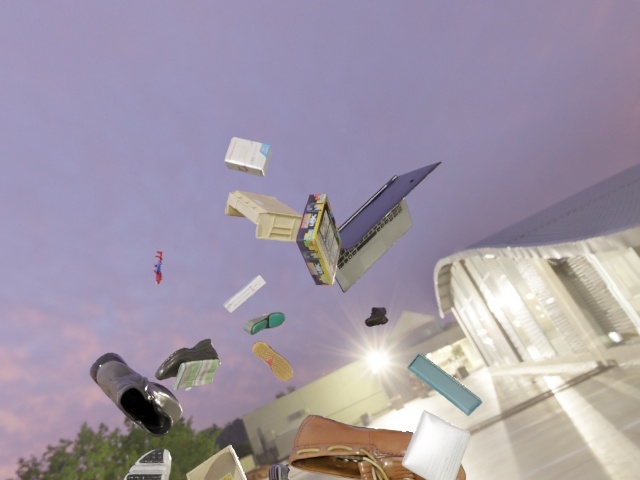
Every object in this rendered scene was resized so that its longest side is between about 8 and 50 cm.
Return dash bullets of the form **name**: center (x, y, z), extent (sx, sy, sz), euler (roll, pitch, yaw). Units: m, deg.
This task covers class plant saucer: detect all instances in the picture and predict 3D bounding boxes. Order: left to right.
- **plant saucer**: center (0.319, 0.368, 1.127), extent (0.018, 0.192, 0.067), euler (-34, -24, -53)

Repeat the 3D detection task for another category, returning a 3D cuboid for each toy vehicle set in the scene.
- **toy vehicle set**: center (-0.313, 0.802, 1.385), extent (0.165, 0.267, 0.035), euler (-28, -58, -18)

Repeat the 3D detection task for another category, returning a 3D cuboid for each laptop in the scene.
- **laptop**: center (0.213, -0.021, 1.414), extent (0.382, 0.236, 0.408), euler (-42, -44, -15)

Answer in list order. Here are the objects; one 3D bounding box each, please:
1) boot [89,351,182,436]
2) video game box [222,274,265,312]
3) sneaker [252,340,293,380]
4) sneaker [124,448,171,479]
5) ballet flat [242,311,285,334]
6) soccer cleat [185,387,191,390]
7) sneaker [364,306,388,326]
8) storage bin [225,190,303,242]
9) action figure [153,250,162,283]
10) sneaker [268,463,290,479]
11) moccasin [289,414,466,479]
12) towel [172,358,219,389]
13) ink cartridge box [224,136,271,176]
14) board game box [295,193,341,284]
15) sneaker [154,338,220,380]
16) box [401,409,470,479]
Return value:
- **boot**: center (-0.449, 0.447, 1.143), extent (0.118, 0.222, 0.338), euler (-51, -46, -20)
- **video game box**: center (-0.324, 0.226, 1.836), extent (0.187, 0.048, 0.205), euler (-43, 4, -15)
- **sneaker**: center (-0.173, 0.437, 1.610), extent (0.069, 0.185, 0.084), euler (-44, 2, -7)
- **sneaker**: center (-0.440, 0.675, 1.077), extent (0.109, 0.292, 0.118), euler (-1, -42, 12)
- **ballet flat**: center (-0.234, 0.333, 1.807), extent (0.213, 0.068, 0.072), euler (-10, -69, -54)
- **soccer cleat**: center (-0.565, 0.586, 1.813), extent (0.035, 0.083, 0.029), euler (-26, -22, -40)
- **sneaker**: center (0.254, 0.351, 2.033), extent (0.170, 0.089, 0.051), euler (4, -51, -38)
- **storage bin**: center (-0.240, -0.104, 1.889), extent (0.260, 0.262, 0.123), euler (5, -69, -44)
- **action figure**: center (-0.504, 0.089, 1.354), extent (0.030, 0.038, 0.115), euler (0, -58, -18)
- **sneaker**: center (-0.145, 1.011, 1.731), extent (0.083, 0.224, 0.098), euler (-20, -26, 38)
- **moccasin**: center (0.113, 0.482, 0.939), extent (0.379, 0.147, 0.139), euler (7, -55, 19)
- **towel**: center (-0.446, 0.484, 1.577), extent (0.152, 0.023, 0.113), euler (8, -68, -45)
- **ink cartridge box**: center (-0.222, -0.257, 1.343), extent (0.122, 0.089, 0.052), euler (14, -17, 4)
- **board game box**: center (0.000, 0.000, 1.023), extent (0.048, 0.141, 0.170), euler (0, -41, 19)
- **sneaker**: center (-0.492, 0.473, 1.662), extent (0.109, 0.130, 0.286), euler (-49, -18, 29)
- **box**: center (0.203, 0.367, 0.769), extent (0.102, 0.087, 0.101), euler (-63, -22, -16)
